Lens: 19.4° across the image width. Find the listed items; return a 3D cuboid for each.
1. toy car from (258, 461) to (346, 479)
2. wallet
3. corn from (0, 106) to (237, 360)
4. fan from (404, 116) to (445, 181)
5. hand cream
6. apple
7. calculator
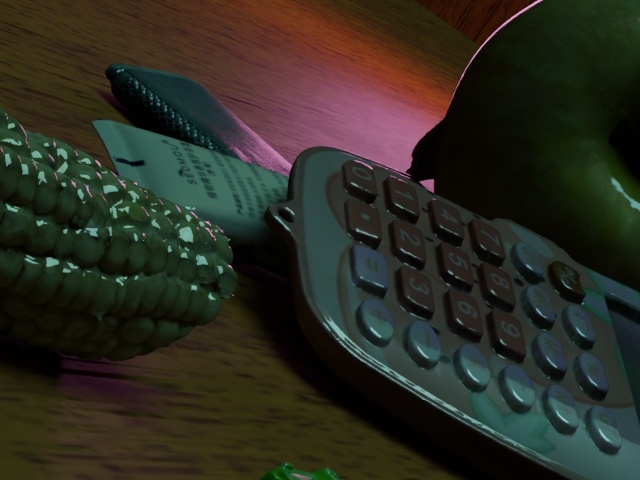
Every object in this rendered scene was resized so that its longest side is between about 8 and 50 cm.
[{"bbox_3d":[0.032,0.117,0.589,0.165,0.062,0.071,20,17,-48],"label":"toy car"},{"bbox_3d":[-0.071,-0.064,1.155,0.129,0.026,0.088,41,18,31],"label":"wallet"},{"bbox_3d":[-0.125,-0.008,0.661,0.211,0.087,0.087,32,10,-41],"label":"corn"},{"bbox_3d":[0.205,-0.122,1.461,0.011,0.335,0.229,64,15,14],"label":"fan"},{"bbox_3d":[0.000,0.000,1.026,0.276,0.059,0.095,21,23,-33],"label":"hand cream"},{"bbox_3d":[0.203,-0.046,1.263,0.257,0.257,0.234,34,-5,5],"label":"apple"},{"bbox_3d":[0.108,0.060,0.970,0.329,0.048,0.220,28,30,-19],"label":"calculator"}]
